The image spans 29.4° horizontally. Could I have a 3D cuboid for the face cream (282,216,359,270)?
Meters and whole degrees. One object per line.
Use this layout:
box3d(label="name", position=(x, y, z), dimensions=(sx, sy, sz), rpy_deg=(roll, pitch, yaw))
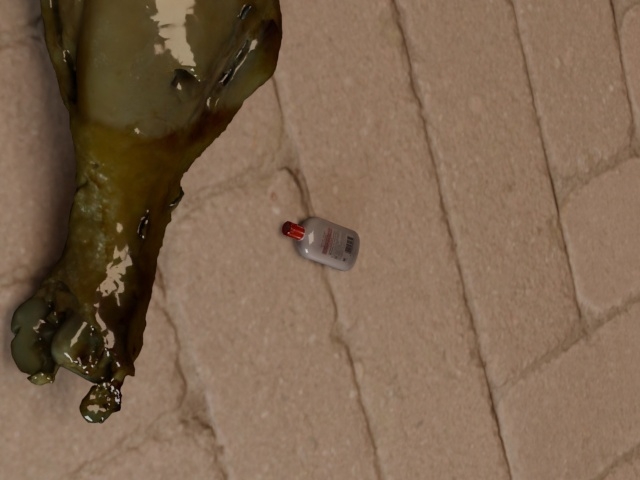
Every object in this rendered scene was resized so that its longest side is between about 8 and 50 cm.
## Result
box3d(label="face cream", position=(0.000, 0.000, 1.106), dimensions=(0.083, 0.021, 0.040), rpy_deg=(21, 78, -40))

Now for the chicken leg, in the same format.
box3d(label="chicken leg", position=(-0.146, -0.080, 0.914), dimensions=(0.201, 0.152, 0.429), rpy_deg=(12, 91, -28))
